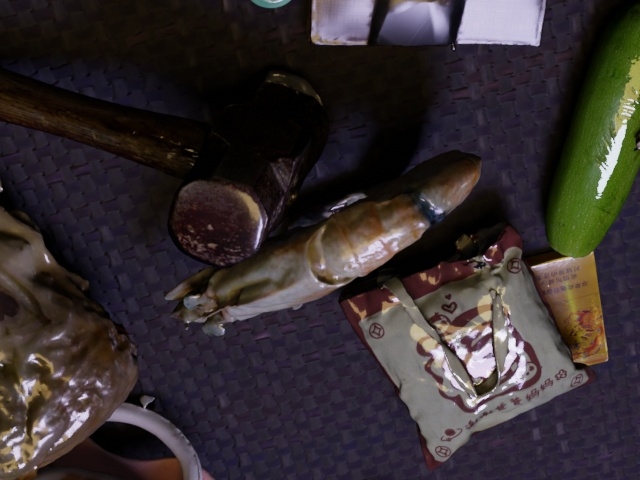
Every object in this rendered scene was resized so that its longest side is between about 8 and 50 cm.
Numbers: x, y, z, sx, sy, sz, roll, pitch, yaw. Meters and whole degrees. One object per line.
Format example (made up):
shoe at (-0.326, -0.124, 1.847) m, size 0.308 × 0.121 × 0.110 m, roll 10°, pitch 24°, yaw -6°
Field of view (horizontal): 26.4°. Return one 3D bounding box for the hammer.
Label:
hammer at (-0.209, -0.107, 1.269) m, size 0.408 × 0.242 × 0.095 m, roll 15°, pitch 123°, yaw 4°

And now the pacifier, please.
pacifier at (-0.244, 0.339, 1.515) m, size 0.332 × 0.220 × 0.273 m, roll 12°, pitch 124°, yaw 14°

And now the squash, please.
squash at (0.288, -0.101, 1.374) m, size 0.082 × 0.082 × 0.292 m, roll 7°, pitch 121°, yaw -10°

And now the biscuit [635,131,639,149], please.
biscuit at (0.424, -0.115, 1.341) m, size 0.252 × 0.070 × 0.106 m, roll 2°, pitch 125°, yaw -34°

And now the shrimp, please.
shrimp at (0.000, 0.000, 1.331) m, size 0.360 × 0.247 × 0.085 m, roll -26°, pitch 99°, yaw 22°

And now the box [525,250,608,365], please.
box at (0.269, 0.079, 1.522) m, size 0.089 × 0.022 × 0.156 m, roll -14°, pitch 123°, yaw 4°

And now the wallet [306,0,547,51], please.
wallet at (0.102, -0.240, 1.291) m, size 0.230 × 0.042 × 0.124 m, roll -2°, pitch 120°, yaw -7°

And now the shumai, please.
shumai at (-0.362, 0.087, 1.343) m, size 0.346 × 0.217 × 0.283 m, roll -5°, pitch 123°, yaw 0°

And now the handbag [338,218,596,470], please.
handbag at (0.161, 0.111, 1.473) m, size 0.213 × 0.127 × 0.235 m, roll -26°, pitch 109°, yaw 9°

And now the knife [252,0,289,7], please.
knife at (-0.083, -0.328, 1.224) m, size 0.063 × 0.034 × 0.260 m, roll -24°, pitch 118°, yaw 4°
